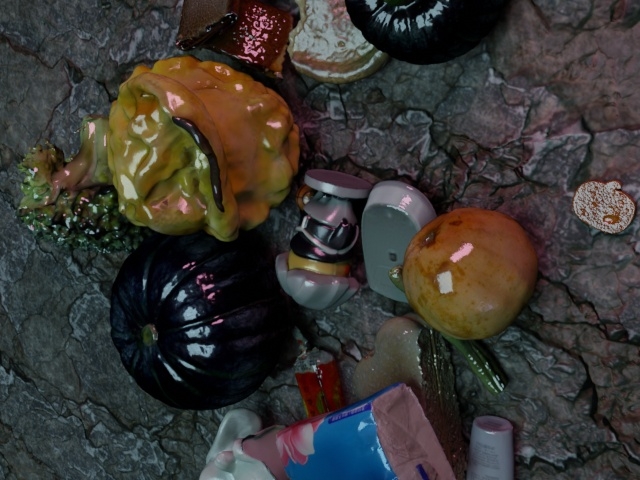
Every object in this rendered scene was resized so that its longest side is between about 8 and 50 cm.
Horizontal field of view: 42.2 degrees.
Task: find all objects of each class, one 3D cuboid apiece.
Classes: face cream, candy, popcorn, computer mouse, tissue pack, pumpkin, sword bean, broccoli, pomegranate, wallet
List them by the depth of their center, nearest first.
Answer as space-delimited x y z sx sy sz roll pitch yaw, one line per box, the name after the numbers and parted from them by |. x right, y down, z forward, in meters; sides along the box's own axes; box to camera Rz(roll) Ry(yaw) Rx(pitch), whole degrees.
0.136 -0.368 1.167 0.248 0.248 0.248 11 109 34 | pumpkin
0.225 0.050 1.247 0.207 0.207 0.207 11 109 34 | pomegranate
0.209 0.143 1.363 0.269 0.043 0.038 47 141 -1 | sword bean
0.068 0.374 1.373 0.270 0.137 0.209 -31 84 43 | tissue pack
0.136 0.002 1.388 0.128 0.079 0.231 18 130 28 | computer mouse
0.287 0.396 1.396 0.084 0.057 0.198 12 112 35 | face cream
-0.203 -0.157 1.405 0.349 0.382 0.349 0 93 -4 | popcorn
-0.180 -0.439 1.427 0.133 0.039 0.243 -21 51 30 | wallet
0.005 0.298 1.577 0.086 0.059 0.292 -14 94 42 | candy
-0.235 0.142 1.583 0.363 0.266 0.363 13 110 39 | pumpkin
-0.447 -0.115 1.697 0.293 0.348 0.281 3 99 -8 | broccoli

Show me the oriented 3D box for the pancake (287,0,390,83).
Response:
0.016 -0.406 1.350 0.286 0.033 0.288 23 107 16 | pancake

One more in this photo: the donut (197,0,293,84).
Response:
-0.138 -0.364 1.452 0.186 0.144 0.126 27 93 56 | donut

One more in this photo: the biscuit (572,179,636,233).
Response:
0.412 -0.053 1.199 0.091 0.015 0.078 34 119 24 | biscuit

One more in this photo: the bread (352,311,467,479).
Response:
0.144 0.291 1.443 0.183 0.102 0.337 -3 100 37 | bread

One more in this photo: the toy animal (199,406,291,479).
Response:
-0.132 0.454 1.658 0.289 0.174 0.249 -5 111 36 | toy animal

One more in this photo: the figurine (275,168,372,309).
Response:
0.000 0.000 1.447 0.176 0.133 0.236 36 119 58 | figurine
